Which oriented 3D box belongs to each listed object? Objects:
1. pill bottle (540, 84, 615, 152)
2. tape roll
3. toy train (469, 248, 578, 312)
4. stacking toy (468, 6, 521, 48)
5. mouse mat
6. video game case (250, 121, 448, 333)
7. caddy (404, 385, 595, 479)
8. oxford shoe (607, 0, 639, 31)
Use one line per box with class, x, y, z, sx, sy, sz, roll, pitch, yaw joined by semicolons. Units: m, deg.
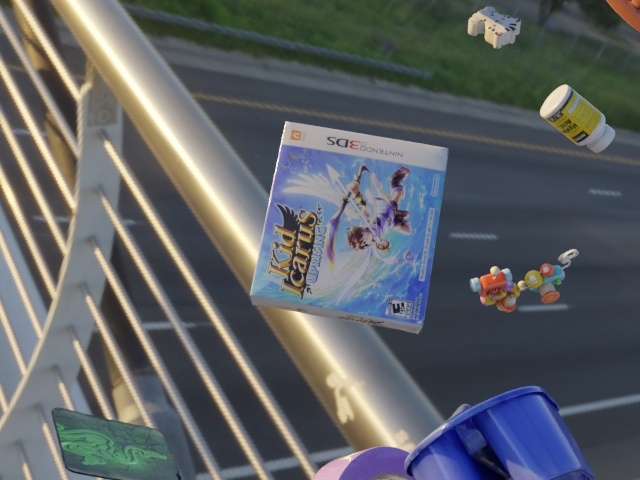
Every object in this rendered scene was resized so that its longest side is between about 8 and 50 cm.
pill bottle;0.425;-0.197;1.384;0.116;0.065;0.065;35;25;-11
tape roll;0.095;0.474;1.341;0.274;0.090;0.275;19;58;-33
toy train;0.291;0.066;1.203;0.166;0.125;0.046;-14;67;-10
stacking toy;0.238;-0.322;0.875;0.221;0.167;0.052;-39;57;-24
mouse mat;-0.296;0.306;1.233;0.189;0.007;0.152;21;14;-33
video game case;0.044;-0.022;1.207;0.244;0.270;0.061;9;-16;3
caddy;0.267;0.331;1.284;0.179;0.241;0.341;62;11;30
oxford shoe;0.282;-0.172;0.539;0.397;0.140;0.146;53;36;3
